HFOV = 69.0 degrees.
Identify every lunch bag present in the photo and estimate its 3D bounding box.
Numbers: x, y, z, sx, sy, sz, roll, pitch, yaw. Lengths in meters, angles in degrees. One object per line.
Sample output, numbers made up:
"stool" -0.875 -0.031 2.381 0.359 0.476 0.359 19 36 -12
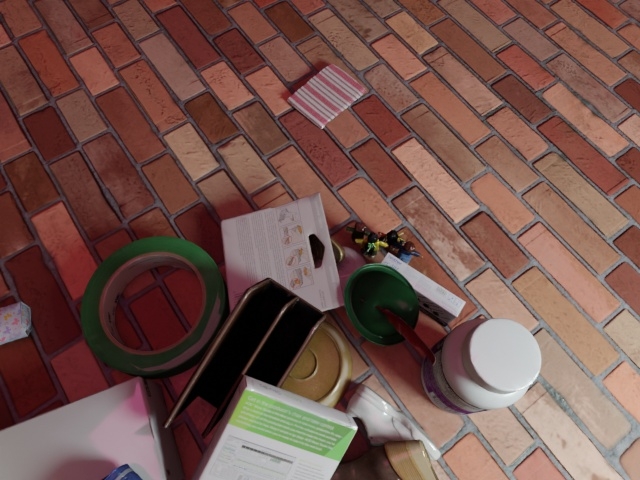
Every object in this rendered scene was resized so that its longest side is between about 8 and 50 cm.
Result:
"lunch bag" -0.705 0.193 1.064 0.070 0.053 0.083 -19 58 -12
"lunch bag" -0.355 0.435 0.793 0.065 0.067 0.098 40 74 13

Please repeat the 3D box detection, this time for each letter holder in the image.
"letter holder" -0.139 0.244 0.903 0.151 0.214 0.302 32 93 6

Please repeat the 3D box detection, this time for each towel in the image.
"towel" 0.019 -0.424 1.369 0.144 0.029 0.197 43 74 16

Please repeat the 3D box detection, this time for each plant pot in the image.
"plant pot" -0.044 0.279 1.053 0.235 0.032 0.237 1 67 -2

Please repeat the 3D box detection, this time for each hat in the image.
"hat" 0.166 0.119 0.931 0.173 0.183 0.209 -37 85 -25

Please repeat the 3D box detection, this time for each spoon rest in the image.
"spoon rest" 0.082 0.124 1.110 0.137 0.084 0.276 -26 56 -13

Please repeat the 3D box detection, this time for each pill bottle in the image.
"pill bottle" 0.311 0.251 0.926 0.169 0.302 0.170 1 66 -1

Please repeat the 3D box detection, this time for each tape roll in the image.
"tape roll" -0.375 0.150 1.077 0.320 0.077 0.322 0 66 -1

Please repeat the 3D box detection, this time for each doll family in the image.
"doll family" 0.155 0.008 1.133 0.192 0.111 0.076 6 66 1

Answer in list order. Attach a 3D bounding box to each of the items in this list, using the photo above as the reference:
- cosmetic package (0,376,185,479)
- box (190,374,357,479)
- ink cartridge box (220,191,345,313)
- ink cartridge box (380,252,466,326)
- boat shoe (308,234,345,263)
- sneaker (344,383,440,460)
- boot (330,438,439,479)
"cosmetic package" -0.488 0.441 0.905 0.384 0.156 0.218 -18 68 -10
"box" -0.106 0.432 0.855 0.232 0.058 0.322 27 96 -16
"ink cartridge box" -0.092 0.058 1.094 0.260 0.066 0.297 -15 64 6
"ink cartridge box" 0.228 0.117 1.095 0.207 0.097 0.046 34 69 12
"boat shoe" 0.000 0.000 1.132 0.060 0.064 0.177 -12 30 -42
"sneaker" 0.148 0.406 0.988 0.212 0.080 0.094 34 83 19
"boot" 0.146 0.530 0.930 0.206 0.090 0.249 -23 88 10
